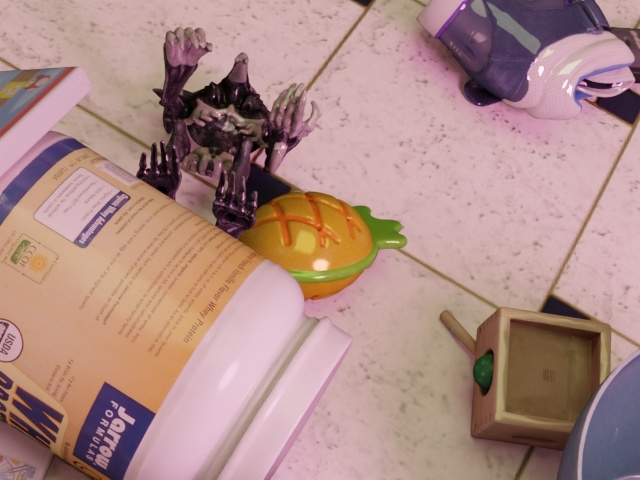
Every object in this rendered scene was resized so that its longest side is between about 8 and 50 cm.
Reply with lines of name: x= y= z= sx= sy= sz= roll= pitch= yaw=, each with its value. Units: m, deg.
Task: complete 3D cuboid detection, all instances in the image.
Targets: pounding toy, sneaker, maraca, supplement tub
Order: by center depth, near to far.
supplement tub: x=-0.154 y=0.078 z=1.139 sx=0.316 sy=0.228 sz=0.228 roll=32 pitch=53 yaw=5
pounding toy: x=0.189 y=0.124 z=1.316 sx=0.141 sy=0.100 sz=0.130 roll=9 pitch=69 yaw=-9
maraca: x=0.000 y=0.000 z=1.327 sx=0.127 sy=0.099 sz=0.185 roll=31 pitch=34 yaw=34
sneaker: x=0.268 y=-0.263 z=1.590 sx=0.236 sy=0.130 sz=0.323 roll=39 pitch=49 yaw=-1

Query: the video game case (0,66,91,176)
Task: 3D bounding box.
video game case: x=-0.346 y=-0.072 z=1.122 sx=0.285 sy=0.025 sz=0.204 roll=2 pitch=39 yaw=35

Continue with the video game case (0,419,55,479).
video game case: x=-0.346 y=0.221 z=1.105 sx=0.206 sy=0.026 sz=0.227 roll=21 pitch=53 yaw=-3

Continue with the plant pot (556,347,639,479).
plant pot: x=0.317 y=0.242 z=1.185 sx=0.290 sy=0.195 sz=0.290 roll=5 pitch=65 yaw=-12

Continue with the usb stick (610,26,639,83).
usb stick: x=0.448 y=-0.216 z=1.653 sx=0.278 sy=0.045 sz=0.077 roll=0 pitch=58 yaw=-18

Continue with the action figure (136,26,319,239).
action figure: x=-0.086 y=-0.115 z=1.315 sx=0.164 sy=0.141 sz=0.276 roll=20 pitch=32 yaw=-7
